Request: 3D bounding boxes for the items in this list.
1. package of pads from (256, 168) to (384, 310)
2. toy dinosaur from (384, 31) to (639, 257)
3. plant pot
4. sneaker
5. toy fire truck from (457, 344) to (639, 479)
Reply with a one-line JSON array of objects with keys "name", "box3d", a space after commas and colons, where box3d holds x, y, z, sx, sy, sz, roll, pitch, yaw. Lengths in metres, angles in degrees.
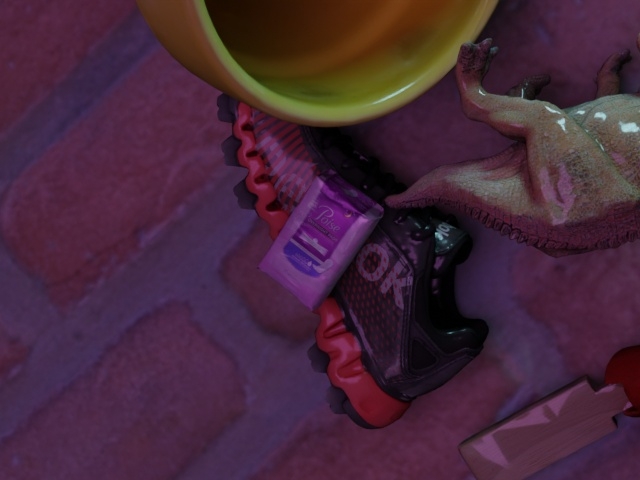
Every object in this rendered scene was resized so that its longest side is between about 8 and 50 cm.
[{"name": "package of pads", "box3d": [0.000, 0.000, 1.218, 0.050, 0.032, 0.083, 37, 111, 8]}, {"name": "toy dinosaur", "box3d": [0.192, -0.038, 1.161, 0.295, 0.127, 0.200, -16, 71, 0]}, {"name": "plant pot", "box3d": [-0.039, -0.225, 1.185, 0.239, 0.254, 0.254, 30, 109, 49]}, {"name": "sneaker", "box3d": [0.029, -0.014, 1.277, 0.135, 0.097, 0.276, -25, 90, 22]}, {"name": "toy fire truck", "box3d": [0.231, 0.158, 1.215, 0.246, 0.158, 0.217, -16, 91, 61]}]
